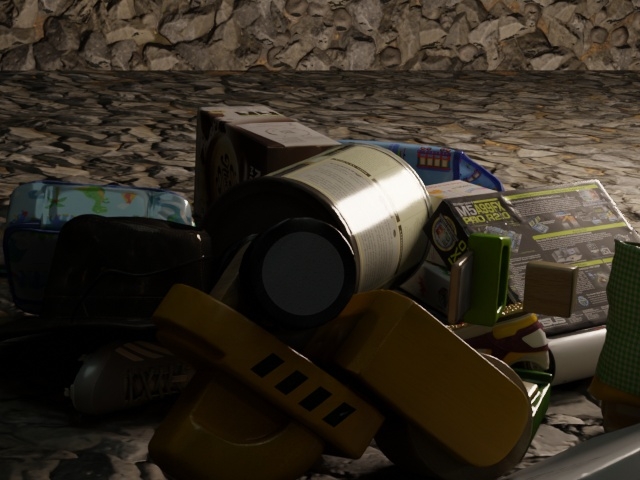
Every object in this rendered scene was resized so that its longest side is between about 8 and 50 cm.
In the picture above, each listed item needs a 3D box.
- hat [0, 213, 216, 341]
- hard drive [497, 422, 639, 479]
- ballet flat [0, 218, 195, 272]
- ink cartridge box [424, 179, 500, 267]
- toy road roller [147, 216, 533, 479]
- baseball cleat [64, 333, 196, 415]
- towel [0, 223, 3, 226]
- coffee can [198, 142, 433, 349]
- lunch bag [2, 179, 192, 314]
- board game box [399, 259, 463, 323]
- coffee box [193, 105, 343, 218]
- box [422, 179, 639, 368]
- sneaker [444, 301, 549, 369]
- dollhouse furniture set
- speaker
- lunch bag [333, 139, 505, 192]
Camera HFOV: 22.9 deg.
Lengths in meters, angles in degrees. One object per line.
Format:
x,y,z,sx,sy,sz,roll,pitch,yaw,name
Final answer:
-0.212,0.036,1.693,0.331,0.134,0.331,-5,0,0,hat
0.219,0.199,1.326,0.307,0.040,0.203,-12,-10,-46,hard drive
-0.311,-0.011,2.068,0.316,0.106,0.107,3,14,-2,ballet flat
0.179,-0.020,2.031,0.092,0.090,0.143,-10,20,-37,ink cartridge box
-0.005,0.147,1.396,0.329,0.241,0.202,36,-12,-9,toy road roller
-0.163,0.134,1.609,0.109,0.072,0.206,10,17,26,baseball cleat
-0.397,-0.004,2.178,0.119,0.029,0.067,3,15,-1,towel
0.000,0.000,1.905,0.201,0.202,0.275,9,15,22,coffee can
-0.258,0.018,1.854,0.219,0.176,0.090,4,51,-5,lunch bag
0.194,0.036,2.105,0.193,0.053,0.305,-4,16,-25,board game box
-0.081,-0.088,2.297,0.119,0.168,0.297,-3,15,-24,coffee box
0.286,0.034,1.902,0.270,0.060,0.216,-8,54,-38,box
0.156,0.132,1.715,0.185,0.084,0.069,-20,1,21,sneaker
0.277,0.108,1.555,0.301,0.198,0.151,8,14,18,dollhouse furniture set
0.292,0.129,1.769,0.136,0.055,0.055,-8,18,-36,speaker
0.152,-0.082,2.450,0.221,0.138,0.293,6,5,22,lunch bag
